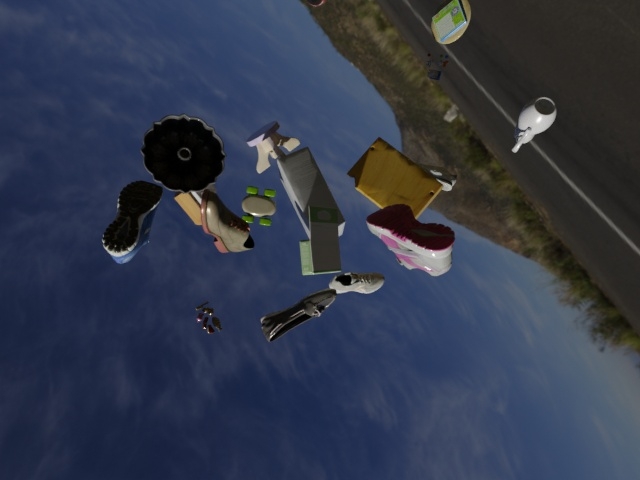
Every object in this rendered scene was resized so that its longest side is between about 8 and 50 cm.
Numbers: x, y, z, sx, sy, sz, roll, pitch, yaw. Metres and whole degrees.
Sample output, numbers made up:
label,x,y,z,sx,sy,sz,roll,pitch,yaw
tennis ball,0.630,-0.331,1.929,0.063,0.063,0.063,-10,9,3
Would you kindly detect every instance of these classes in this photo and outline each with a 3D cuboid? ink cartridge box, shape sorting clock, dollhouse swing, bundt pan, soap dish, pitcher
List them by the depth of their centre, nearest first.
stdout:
label,x,y,z,sx,sy,sz,roll,pitch,yaw
ink cartridge box,0.000,0.000,1.609,0.171,0.056,0.234,0,-97,-52
pitcher,0.839,-0.458,1.819,0.126,0.177,0.207,28,165,9
bundt pan,-0.562,-0.340,1.874,0.331,0.124,0.330,3,-99,-22
dollhouse swing,0.336,-0.247,2.069,0.347,0.315,0.305,39,172,10
shape sorting clock,0.593,-1.003,2.077,0.040,0.206,0.206,-6,-119,-41
soap dish,-0.611,-0.231,2.236,0.290,0.118,0.228,-106,-11,-49

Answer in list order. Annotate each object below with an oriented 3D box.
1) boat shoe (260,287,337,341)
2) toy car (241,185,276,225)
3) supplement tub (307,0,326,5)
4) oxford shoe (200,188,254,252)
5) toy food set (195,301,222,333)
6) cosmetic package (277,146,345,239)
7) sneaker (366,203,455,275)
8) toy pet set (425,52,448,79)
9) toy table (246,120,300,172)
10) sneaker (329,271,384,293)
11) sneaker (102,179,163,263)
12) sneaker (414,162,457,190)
label,x,y,z,sx,sy,sz,roll,pitch,yaw
boat shoe,-0.075,0.291,1.754,0.112,0.336,0.095,39,-152,-57
toy car,-0.267,-0.153,2.035,0.149,0.154,0.188,9,-177,-3
supplement tub,0.027,-0.930,1.643,0.106,0.106,0.198,50,-123,-12
oxford shoe,-0.296,-0.062,1.484,0.348,0.131,0.122,79,-166,-68
toy food set,-0.417,0.292,1.683,0.078,0.019,0.122,-29,-79,-42
cosmetic package,-0.043,-0.187,2.012,0.384,0.156,0.217,63,172,11
sneaker,0.189,0.003,0.998,0.252,0.103,0.111,41,153,53
toy pet set,0.573,-0.840,2.215,0.065,0.114,0.122,-5,-154,-39
toy table,-0.241,-0.459,2.199,0.160,0.252,0.274,54,-174,-22
sneaker,0.175,0.190,2.118,0.121,0.263,0.099,103,159,-68
sneaker,-0.632,-0.065,1.543,0.130,0.147,0.329,19,-126,-6
sneaker,0.591,-0.348,2.375,0.235,0.094,0.090,30,162,7
